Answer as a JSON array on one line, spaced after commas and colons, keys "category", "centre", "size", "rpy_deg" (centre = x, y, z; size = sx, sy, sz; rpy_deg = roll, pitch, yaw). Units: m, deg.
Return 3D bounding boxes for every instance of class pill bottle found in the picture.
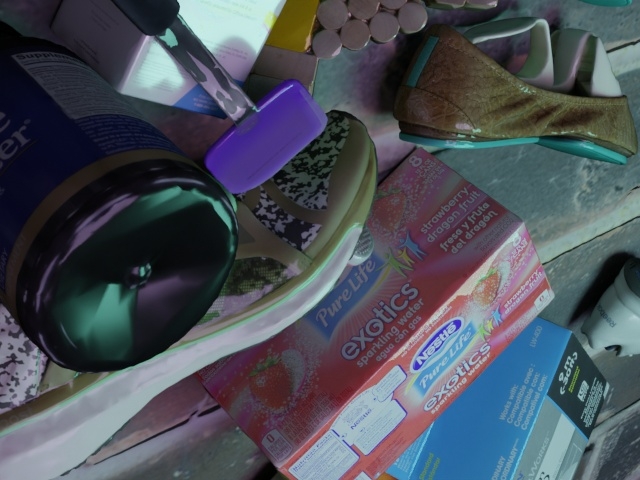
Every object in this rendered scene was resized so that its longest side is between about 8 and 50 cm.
[{"category": "pill bottle", "centre": [-0.152, -0.037, 0.588], "size": [0.122, 0.219, 0.123], "rpy_deg": [-27, 139, -27]}]

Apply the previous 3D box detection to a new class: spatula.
[{"category": "spatula", "centre": [-0.075, -0.108, 0.609], "size": [0.084, 0.030, 0.296], "rpy_deg": [-42, 145, 1]}]

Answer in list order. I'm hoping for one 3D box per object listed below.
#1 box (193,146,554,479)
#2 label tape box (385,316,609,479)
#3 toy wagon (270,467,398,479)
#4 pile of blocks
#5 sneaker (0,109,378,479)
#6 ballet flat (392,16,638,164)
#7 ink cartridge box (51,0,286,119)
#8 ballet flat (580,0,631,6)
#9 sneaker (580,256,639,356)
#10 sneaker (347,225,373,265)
[{"category": "box", "centre": [0.053, 0.084, 0.980], "size": [0.300, 0.142, 0.154], "rpy_deg": [-45, 144, -5]}, {"category": "label tape box", "centre": [0.220, 0.217, 1.251], "size": [0.333, 0.105, 0.241], "rpy_deg": [43, 69, -55]}, {"category": "toy wagon", "centre": [0.038, 0.305, 1.231], "size": [0.344, 0.068, 0.267], "rpy_deg": [-17, 134, -35]}, {"category": "pile of blocks", "centre": [0.063, -0.209, 0.751], "size": [0.362, 0.149, 0.112], "rpy_deg": [-25, -172, 5]}, {"category": "sneaker", "centre": [-0.127, 0.000, 0.734], "size": [0.410, 0.158, 0.182], "rpy_deg": [-37, 126, -23]}, {"category": "ballet flat", "centre": [0.198, -0.140, 0.977], "size": [0.342, 0.116, 0.124], "rpy_deg": [1, 103, -42]}, {"category": "ink cartridge box", "centre": [-0.082, -0.164, 0.655], "size": [0.092, 0.090, 0.143], "rpy_deg": [9, 116, -50]}, {"category": "ballet flat", "centre": [0.195, -0.253, 0.880], "size": [0.248, 0.086, 0.086], "rpy_deg": [2, 121, -46]}, {"category": "sneaker", "centre": [0.454, 0.104, 1.474], "size": [0.297, 0.111, 0.129], "rpy_deg": [16, 126, -47]}, {"category": "sneaker", "centre": [0.000, 0.000, 0.871], "size": [0.051, 0.134, 0.070], "rpy_deg": [37, 107, -22]}]
